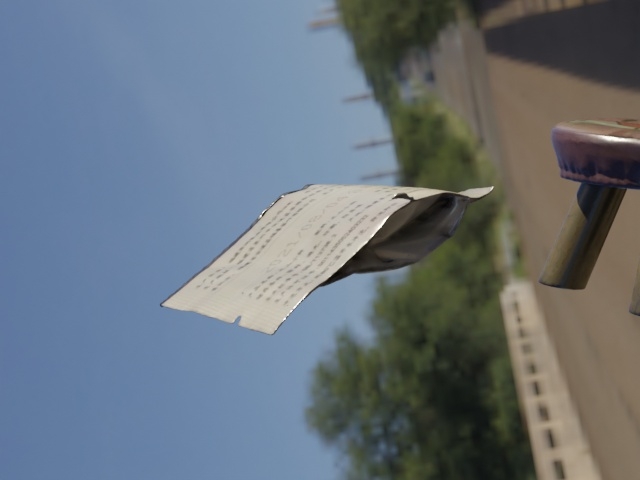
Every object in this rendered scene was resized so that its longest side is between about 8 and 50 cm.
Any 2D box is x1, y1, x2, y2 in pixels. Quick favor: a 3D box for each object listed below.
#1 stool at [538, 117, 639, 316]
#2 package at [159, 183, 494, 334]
[{"bbox_3d":[0.361,-0.026,1.765,0.272,0.272,0.178,-61,-23,-81],"label":"stool"},{"bbox_3d":[0.000,0.000,1.528,0.204,0.251,0.062,3,118,58],"label":"package"}]
